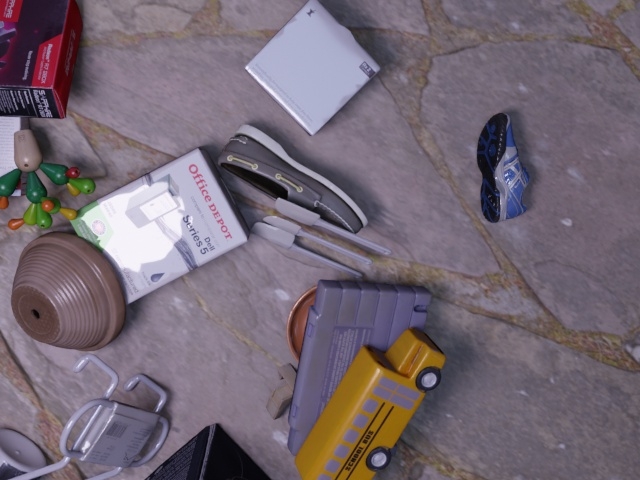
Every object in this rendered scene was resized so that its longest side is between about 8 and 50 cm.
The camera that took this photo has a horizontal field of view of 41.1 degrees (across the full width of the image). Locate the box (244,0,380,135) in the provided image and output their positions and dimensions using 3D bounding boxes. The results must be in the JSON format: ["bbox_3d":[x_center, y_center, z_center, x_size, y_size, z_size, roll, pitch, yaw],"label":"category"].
[{"bbox_3d":[-0.017,-0.317,1.580,0.182,0.119,0.181,-45,97,2],"label":"box"}]

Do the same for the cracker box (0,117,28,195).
[{"bbox_3d":[-0.626,-0.199,1.583,0.156,0.067,0.232,2,96,-4],"label":"cracker box"}]

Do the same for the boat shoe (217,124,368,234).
[{"bbox_3d":[-0.052,-0.094,1.603,0.305,0.109,0.091,36,71,-1],"label":"boat shoe"}]

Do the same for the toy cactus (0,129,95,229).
[{"bbox_3d":[-0.521,-0.107,1.524,0.219,0.112,0.180,-14,86,10],"label":"toy cactus"}]

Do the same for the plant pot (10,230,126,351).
[{"bbox_3d":[-0.481,0.111,1.554,0.237,0.110,0.237,13,119,25],"label":"plant pot"}]

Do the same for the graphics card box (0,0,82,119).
[{"bbox_3d":[-0.625,-0.333,1.498,0.371,0.094,0.232,2,60,-3],"label":"graphics card box"}]

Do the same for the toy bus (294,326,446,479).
[{"bbox_3d":[0.092,0.313,1.583,0.130,0.108,0.332,26,100,-22],"label":"toy bus"}]

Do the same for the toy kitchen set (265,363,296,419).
[{"bbox_3d":[-0.068,0.297,1.704,0.083,0.075,0.068,-18,57,-33],"label":"toy kitchen set"}]

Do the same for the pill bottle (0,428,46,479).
[{"bbox_3d":[-0.649,0.494,1.637,0.130,0.130,0.245,38,93,-7],"label":"pill bottle"}]

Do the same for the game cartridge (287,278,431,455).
[{"bbox_3d":[0.068,0.249,1.642,0.230,0.068,0.355,7,107,-15],"label":"game cartridge"}]

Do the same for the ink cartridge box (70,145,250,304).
[{"bbox_3d":[-0.295,-0.029,1.601,0.273,0.115,0.198,-28,98,0],"label":"ink cartridge box"}]

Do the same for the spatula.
[{"bbox_3d":[0.000,0.000,1.616,0.242,0.168,0.019,23,56,-15],"label":"spatula"}]

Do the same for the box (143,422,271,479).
[{"bbox_3d":[-0.152,0.655,1.518,0.297,0.472,0.480,-42,97,2],"label":"box"}]

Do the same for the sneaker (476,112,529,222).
[{"bbox_3d":[0.356,-0.142,1.656,0.081,0.080,0.211,-5,101,-21],"label":"sneaker"}]

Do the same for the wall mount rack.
[{"bbox_3d":[-0.434,0.371,1.563,0.130,0.350,0.304,30,81,23],"label":"wall mount rack"}]

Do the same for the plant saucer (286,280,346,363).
[{"bbox_3d":[0.031,0.175,1.687,0.200,0.037,0.200,0,96,-4],"label":"plant saucer"}]
